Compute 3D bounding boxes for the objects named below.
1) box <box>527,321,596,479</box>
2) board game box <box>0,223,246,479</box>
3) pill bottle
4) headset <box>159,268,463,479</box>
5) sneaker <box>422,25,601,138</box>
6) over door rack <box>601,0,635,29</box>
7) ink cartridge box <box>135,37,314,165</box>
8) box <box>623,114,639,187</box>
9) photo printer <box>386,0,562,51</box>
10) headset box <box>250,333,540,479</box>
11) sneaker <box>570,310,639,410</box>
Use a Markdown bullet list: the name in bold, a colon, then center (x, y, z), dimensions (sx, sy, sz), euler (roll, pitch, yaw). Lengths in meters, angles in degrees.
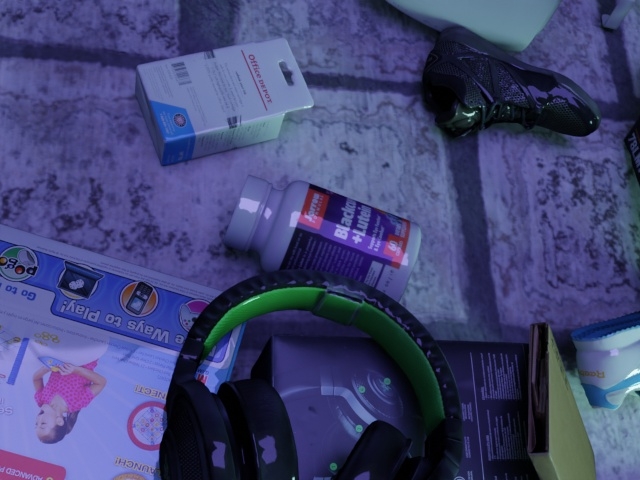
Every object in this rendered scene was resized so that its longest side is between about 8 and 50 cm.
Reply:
- **box**: center (0.236, 0.206, 0.848), dimensions (0.021, 0.201, 0.164), euler (-12, 34, 22)
- **board game box**: center (-0.248, 0.155, 0.767), dimensions (0.308, 0.086, 0.302), euler (18, 64, -5)
- **pill bottle**: center (0.000, 0.000, 0.938), dimensions (0.193, 0.108, 0.108), euler (20, 63, -5)
- **headset**: center (-0.024, 0.209, 0.704), dimensions (0.243, 0.185, 0.394), euler (18, 49, -5)
- **sneaker**: center (0.226, -0.163, 1.084), dimensions (0.227, 0.087, 0.130), euler (27, 65, 2)
- **over door rack**: center (0.326, -0.472, 1.234), dimensions (0.239, 0.108, 0.324), euler (10, 65, -9)
- **ink cartridge box**: center (-0.110, -0.161, 1.009), dimensions (0.180, 0.060, 0.104), euler (-16, 70, -20)
- **box**: center (0.542, -0.021, 1.064), dimensions (0.295, 0.073, 0.293), euler (12, 48, -10)
- **photo printer**: center (0.195, -0.373, 1.042), dimensions (0.256, 0.307, 0.107), euler (24, 53, -3)
- **headset box**: center (0.061, 0.227, 0.839), dimensions (0.283, 0.131, 0.246), euler (3, 66, -13)
- **sneaker**: center (0.385, 0.129, 1.001), dimensions (0.228, 0.087, 0.092), euler (-9, 92, -22)
